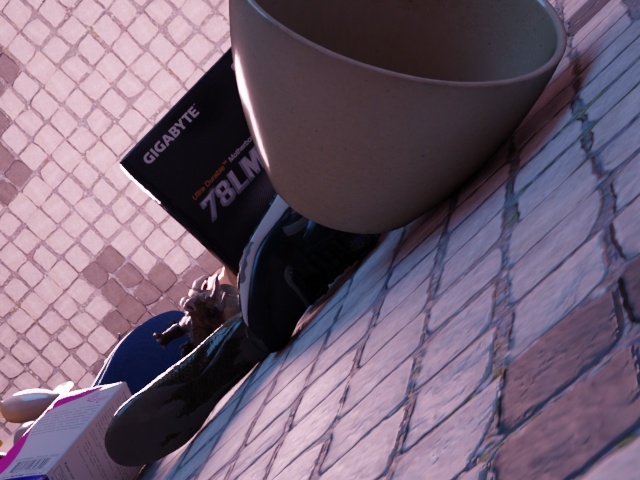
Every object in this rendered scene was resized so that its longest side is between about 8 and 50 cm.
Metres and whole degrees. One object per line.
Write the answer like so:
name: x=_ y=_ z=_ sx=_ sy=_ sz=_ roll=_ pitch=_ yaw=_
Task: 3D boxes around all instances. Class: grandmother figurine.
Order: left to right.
grandmother figurine: x=-0.181 y=0.087 z=2.217 sx=0.208 sy=0.104 sz=0.342 roll=-19 pitch=-8 yaw=-21

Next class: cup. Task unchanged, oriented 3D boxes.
cup: x=0.051 y=-0.149 z=1.164 sx=0.331 sy=0.331 sz=0.237 roll=-53 pitch=-17 yaw=-51

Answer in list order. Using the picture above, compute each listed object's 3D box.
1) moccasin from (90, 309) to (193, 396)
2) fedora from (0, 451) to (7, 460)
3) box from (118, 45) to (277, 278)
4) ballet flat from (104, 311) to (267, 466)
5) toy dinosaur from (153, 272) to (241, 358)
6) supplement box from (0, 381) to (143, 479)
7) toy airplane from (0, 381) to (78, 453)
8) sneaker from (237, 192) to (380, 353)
moccasin: x=-0.334 y=0.253 z=1.909 sx=0.342 sy=0.138 sz=0.117 roll=-49 pitch=1 yaw=-32
fedora: x=-0.480 y=0.422 z=1.567 sx=0.275 sy=0.244 sz=0.124 roll=-37 pitch=35 yaw=3
box: x=-0.053 y=-0.101 z=1.475 sx=0.295 sy=0.293 sz=0.073 roll=-47 pitch=6 yaw=-9
ballet flat: x=-0.153 y=0.170 z=1.347 sx=0.250 sy=0.084 sz=0.058 roll=-43 pitch=19 yaw=-19
toy dinosaur: x=-0.173 y=0.129 z=1.855 sx=0.160 sy=0.121 sz=0.313 roll=-34 pitch=2 yaw=7
supplement box: x=-0.315 y=0.285 z=1.439 sx=0.111 sy=0.114 sz=0.220 roll=-13 pitch=21 yaw=25
toy airplane: x=-0.601 y=0.411 z=2.067 sx=0.384 sy=0.272 sz=0.386 roll=-46 pitch=5 yaw=-5
sneaker: x=0.000 y=0.000 z=1.326 sx=0.124 sy=0.107 sz=0.283 roll=3 pitch=58 yaw=29
